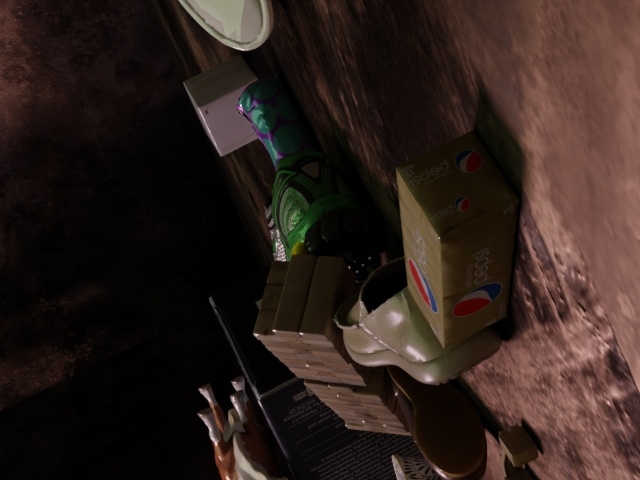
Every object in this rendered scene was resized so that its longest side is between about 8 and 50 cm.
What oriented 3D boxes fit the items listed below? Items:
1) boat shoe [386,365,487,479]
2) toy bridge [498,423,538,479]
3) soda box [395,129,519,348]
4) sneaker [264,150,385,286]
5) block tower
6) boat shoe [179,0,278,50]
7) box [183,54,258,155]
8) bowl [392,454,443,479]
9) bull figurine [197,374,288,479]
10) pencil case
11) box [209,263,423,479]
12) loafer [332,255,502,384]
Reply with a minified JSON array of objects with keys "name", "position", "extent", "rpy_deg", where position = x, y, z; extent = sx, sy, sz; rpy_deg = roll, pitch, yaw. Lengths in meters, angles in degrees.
[{"name":"boat shoe","position":[0.132,0.196,1.107],"extent":[0.207,0.073,0.073],"rpy_deg":[-112,1,-56]},{"name":"toy bridge","position":[0.195,0.240,0.952],"extent":[0.063,0.026,0.188],"rpy_deg":[-121,8,-56]},{"name":"soda box","position":[0.095,0.006,0.708],"extent":[0.061,0.058,0.181],"rpy_deg":[61,173,28]},{"name":"sneaker","position":[0.000,0.000,1.248],"extent":[0.343,0.134,0.146],"rpy_deg":[104,148,-66]},{"name":"block tower","position":[0.030,0.128,1.171],"extent":[0.335,0.090,0.097],"rpy_deg":[56,-137,-55]},{"name":"boat shoe","position":[-0.127,-0.351,1.082],"extent":[0.319,0.116,0.099],"rpy_deg":[57,-144,2]},{"name":"box","position":[-0.137,-0.205,1.545],"extent":[0.087,0.101,0.102],"rpy_deg":[56,171,50]},{"name":"bowl","position":[0.164,0.360,1.388],"extent":[0.170,0.080,0.170],"rpy_deg":[159,90,-84]},{"name":"bull figurine","position":[-0.119,0.323,1.588],"extent":[0.310,0.101,0.189],"rpy_deg":[-169,57,-79]},{"name":"pencil case","position":[-0.049,-0.127,1.290],"extent":[0.152,0.070,0.064],"rpy_deg":[62,173,9]},{"name":"box","position":[0.016,0.259,1.634],"extent":[0.293,0.212,0.396],"rpy_deg":[53,168,57]},{"name":"loafer","position":[0.077,0.060,0.919],"extent":[0.092,0.101,0.268],"rpy_deg":[66,164,-7]}]
